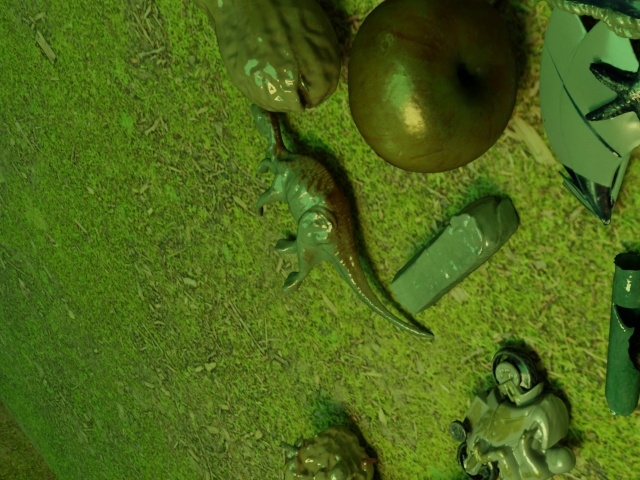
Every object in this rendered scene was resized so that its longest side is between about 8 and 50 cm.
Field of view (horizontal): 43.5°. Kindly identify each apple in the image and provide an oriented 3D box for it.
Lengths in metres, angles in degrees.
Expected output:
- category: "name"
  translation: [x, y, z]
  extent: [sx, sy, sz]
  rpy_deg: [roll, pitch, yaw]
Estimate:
- category: "apple"
  translation: [0.106, -0.157, 0.797]
  extent: [0.155, 0.182, 0.182]
  rpy_deg: [17, 128, 61]

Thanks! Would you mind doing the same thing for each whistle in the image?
- category: "whistle"
  translation: [0.319, 0.101, 0.838]
  extent: [0.039, 0.039, 0.186]
  rpy_deg: [20, 128, 40]

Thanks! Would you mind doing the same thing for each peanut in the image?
- category: "peanut"
  translation: [-0.085, -0.285, 0.963]
  extent: [0.313, 0.149, 0.149]
  rpy_deg: [56, 143, 8]

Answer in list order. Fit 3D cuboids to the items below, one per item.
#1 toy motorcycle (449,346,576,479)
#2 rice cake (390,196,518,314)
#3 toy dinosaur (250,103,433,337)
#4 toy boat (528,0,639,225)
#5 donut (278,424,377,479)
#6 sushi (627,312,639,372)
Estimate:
- category: "toy motorcycle"
  translation: [0.245, 0.246, 0.994]
  extent: [0.151, 0.074, 0.228]
  rpy_deg: [37, 129, 34]
- category: "rice cake"
  translation: [0.152, 0.021, 0.951]
  extent: [0.063, 0.069, 0.206]
  rpy_deg: [51, 141, 10]
- category: "toy dinosaur"
  translation: [0.000, 0.000, 1.102]
  extent: [0.393, 0.092, 0.205]
  rpy_deg: [49, 137, 17]
- category: "toy boat"
  translation: [0.280, -0.138, 0.703]
  extent: [0.210, 0.070, 0.291]
  rpy_deg: [14, 128, 49]
- category: "donut"
  translation: [0.114, 0.449, 1.216]
  extent: [0.371, 0.150, 0.307]
  rpy_deg: [12, 124, 44]
- category: "sushi"
  translation: [0.367, 0.110, 0.749]
  extent: [0.150, 0.090, 0.078]
  rpy_deg: [34, 140, 28]
